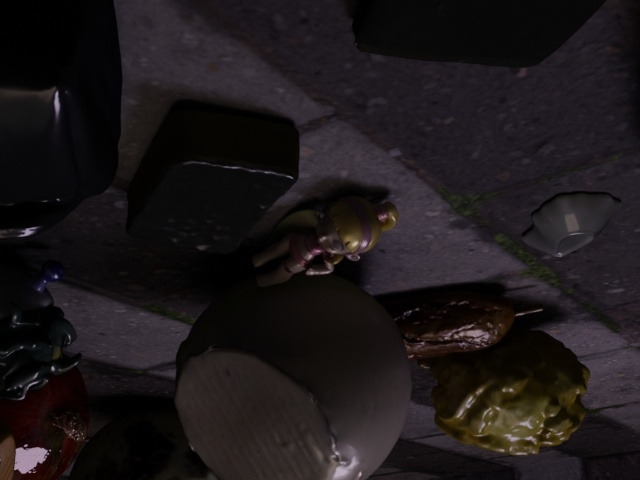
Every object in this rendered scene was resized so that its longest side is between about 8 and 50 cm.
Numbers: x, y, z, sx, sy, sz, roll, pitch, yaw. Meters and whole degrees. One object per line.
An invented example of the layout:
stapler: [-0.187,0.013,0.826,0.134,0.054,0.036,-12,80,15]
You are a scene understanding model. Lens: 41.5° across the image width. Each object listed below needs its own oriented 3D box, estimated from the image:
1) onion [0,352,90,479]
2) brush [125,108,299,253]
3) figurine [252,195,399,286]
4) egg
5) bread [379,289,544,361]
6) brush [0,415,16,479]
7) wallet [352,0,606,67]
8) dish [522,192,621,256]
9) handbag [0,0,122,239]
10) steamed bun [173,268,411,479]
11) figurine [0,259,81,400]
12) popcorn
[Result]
onion: [-0.443,0.260,1.273,0.161,0.248,0.248,-26,150,15]
brush: [-0.108,-0.051,0.812,0.123,0.059,0.197,9,153,-23]
figurine: [0.000,0.000,0.938,0.187,0.083,0.083,-29,146,34]
egg: [-0.327,0.518,1.738,0.345,0.345,0.428,-9,170,12]
bread: [0.151,0.130,1.231,0.344,0.084,0.124,-10,156,14]
brush: [-0.453,0.281,0.929,0.166,0.267,0.174,31,178,19]
wallet: [0.126,-0.187,0.551,0.168,0.052,0.245,3,160,-15]
dish: [0.288,-0.008,0.985,0.091,0.039,0.137,3,154,-15]
handbag: [-0.289,-0.080,0.573,0.302,0.178,0.275,0,156,-7]
steamed bun: [-0.017,0.164,1.087,0.309,0.309,0.309,-3,156,-1]
figurine: [-0.473,0.133,1.000,0.382,0.186,0.261,-13,-164,6]
popcorn: [0.279,0.208,1.302,0.266,0.233,0.192,22,130,26]
